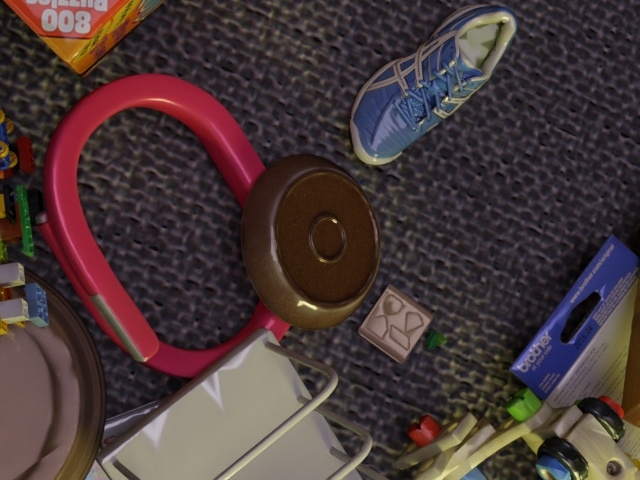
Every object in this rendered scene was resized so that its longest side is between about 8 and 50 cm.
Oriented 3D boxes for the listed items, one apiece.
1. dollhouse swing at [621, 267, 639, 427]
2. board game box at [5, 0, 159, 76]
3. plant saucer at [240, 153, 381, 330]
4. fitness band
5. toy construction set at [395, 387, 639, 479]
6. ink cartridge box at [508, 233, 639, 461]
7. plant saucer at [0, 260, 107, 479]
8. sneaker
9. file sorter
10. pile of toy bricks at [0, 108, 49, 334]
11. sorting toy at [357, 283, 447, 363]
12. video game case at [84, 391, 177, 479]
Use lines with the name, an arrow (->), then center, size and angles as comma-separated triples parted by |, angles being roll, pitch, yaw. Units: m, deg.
dollhouse swing -> 0.529, 0.079, 1.188 | 0.347, 0.305, 0.315 | 29, 57, -21
board game box -> -0.189, -0.381, 0.990 | 0.356, 0.356, 0.356 | -44, 100, -3
plant saucer -> 0.000, 0.000, 1.193 | 0.168, 0.029, 0.168 | 6, 82, -41
fitness band -> -0.133, -0.010, 1.155 | 0.209, 0.054, 0.291 | -38, 107, -28
toy construction set -> 0.240, 0.249, 1.209 | 0.327, 0.215, 0.151 | 35, 70, -7
ink cartridge box -> 0.342, 0.160, 1.302 | 0.311, 0.065, 0.186 | 42, 79, -14
plant saucer -> -0.328, 0.145, 1.120 | 0.278, 0.041, 0.278 | 2, 84, -14
sneaker -> 0.108, -0.158, 1.232 | 0.080, 0.081, 0.211 | 44, 81, -12
file sorter -> -0.023, 0.255, 1.109 | 0.193, 0.173, 0.278 | -37, 112, -18
pile of toy bricks -> -0.304, -0.009, 1.096 | 0.105, 0.118, 0.212 | -10, 73, 2
sorting toy -> 0.084, 0.091, 1.258 | 0.083, 0.012, 0.062 | 36, 76, -8
video game case -> -0.160, 0.265, 1.186 | 0.193, 0.023, 0.212 | -20, 95, -14
